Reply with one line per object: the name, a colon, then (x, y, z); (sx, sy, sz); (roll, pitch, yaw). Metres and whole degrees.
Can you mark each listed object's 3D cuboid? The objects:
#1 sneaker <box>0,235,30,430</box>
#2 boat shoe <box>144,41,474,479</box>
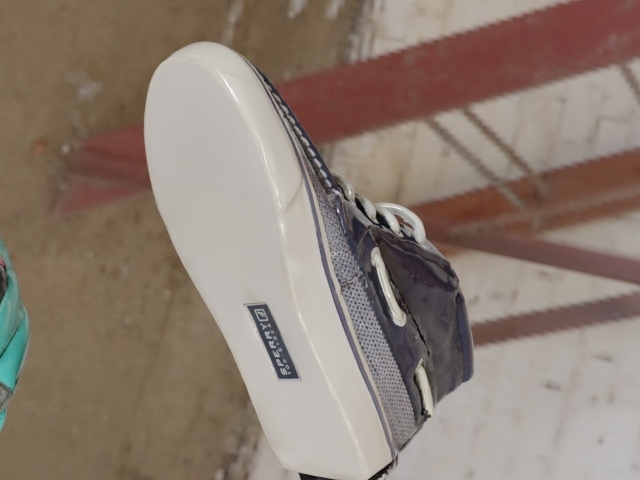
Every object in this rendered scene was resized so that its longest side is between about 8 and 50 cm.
sneaker: (-0.288, 0.082, 1.058); (0.295, 0.123, 0.178); (-47, 115, -41)
boat shoe: (0.000, 0.000, 1.182); (0.158, 0.127, 0.341); (-38, 119, -40)
